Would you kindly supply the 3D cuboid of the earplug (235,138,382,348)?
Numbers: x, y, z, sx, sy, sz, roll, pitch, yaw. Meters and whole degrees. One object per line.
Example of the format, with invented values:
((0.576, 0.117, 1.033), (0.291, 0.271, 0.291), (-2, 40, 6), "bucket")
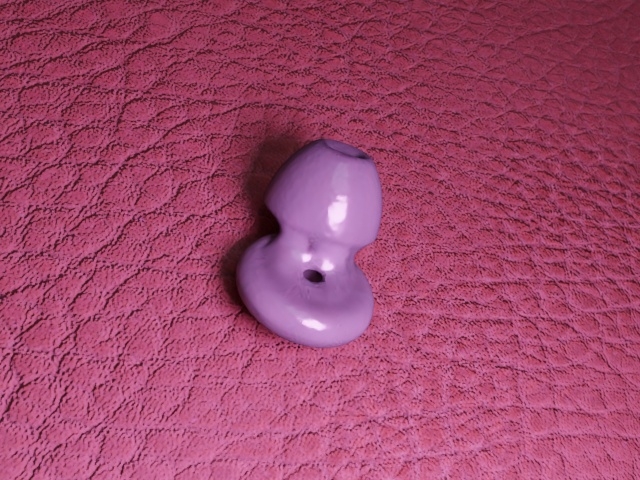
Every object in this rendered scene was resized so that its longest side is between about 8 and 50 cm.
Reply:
((-0.004, 0.004, 1.425), (0.214, 0.175, 0.326), (17, 64, -14), "earplug")
